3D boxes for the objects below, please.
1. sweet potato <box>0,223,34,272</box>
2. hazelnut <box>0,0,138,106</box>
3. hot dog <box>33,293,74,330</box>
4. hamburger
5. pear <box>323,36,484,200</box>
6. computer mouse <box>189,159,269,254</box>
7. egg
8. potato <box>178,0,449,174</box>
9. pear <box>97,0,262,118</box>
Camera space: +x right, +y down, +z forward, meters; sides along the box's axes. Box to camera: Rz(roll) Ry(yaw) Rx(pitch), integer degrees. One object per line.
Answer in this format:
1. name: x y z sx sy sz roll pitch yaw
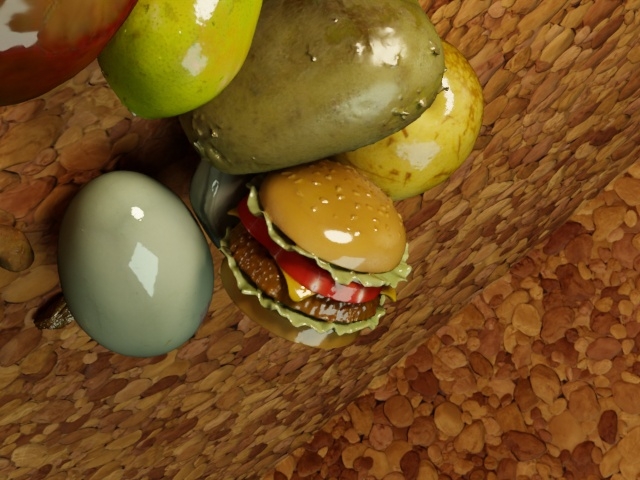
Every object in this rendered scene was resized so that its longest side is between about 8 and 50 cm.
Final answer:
1. sweet potato: -0.458 0.001 1.507 0.065 0.051 0.218 -34 157 3
2. hazelnut: -0.311 -0.265 0.896 0.366 0.366 0.366 -29 156 -14
3. hot dog: -0.439 0.123 1.784 0.083 0.035 0.058 -39 160 8
4. hamburger: 0.000 0.000 1.525 0.274 0.274 0.212 -7 132 -48
5. pear: 0.110 -0.193 1.661 0.281 0.281 0.281 -29 156 -14
6. computer mouse: -0.124 -0.085 1.648 0.331 0.095 0.197 70 33 -69
7. egg: -0.277 0.038 1.601 0.230 0.230 0.371 -29 152 -16
8. potato: -0.021 -0.231 1.427 0.359 0.270 0.219 -19 145 5
9. pear: -0.162 -0.255 1.262 0.220 0.187 0.187 -41 156 22
